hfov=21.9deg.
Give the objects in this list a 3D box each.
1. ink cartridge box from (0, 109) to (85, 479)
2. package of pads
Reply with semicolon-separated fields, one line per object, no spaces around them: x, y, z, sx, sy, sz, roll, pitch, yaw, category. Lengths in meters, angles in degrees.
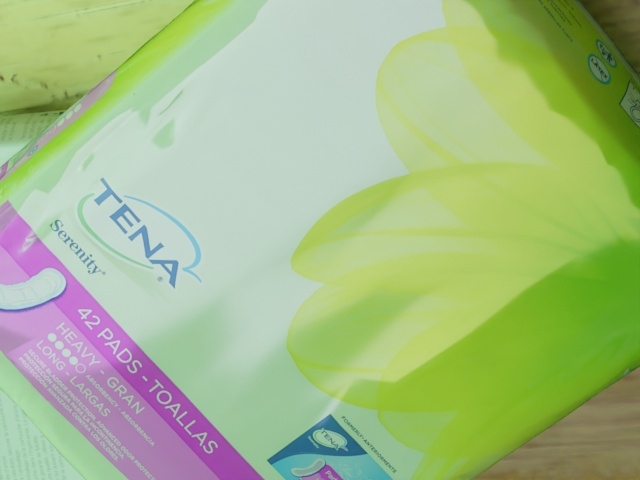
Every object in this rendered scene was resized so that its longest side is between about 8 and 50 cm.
-0.181;0.048;0.827;0.224;0.045;0.223;-5;116;1;ink cartridge box
0.000;0.000;0.703;0.296;0.101;0.229;-37;101;20;package of pads
